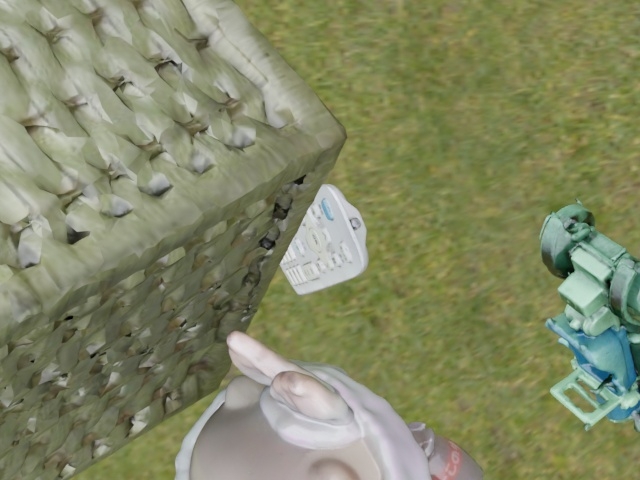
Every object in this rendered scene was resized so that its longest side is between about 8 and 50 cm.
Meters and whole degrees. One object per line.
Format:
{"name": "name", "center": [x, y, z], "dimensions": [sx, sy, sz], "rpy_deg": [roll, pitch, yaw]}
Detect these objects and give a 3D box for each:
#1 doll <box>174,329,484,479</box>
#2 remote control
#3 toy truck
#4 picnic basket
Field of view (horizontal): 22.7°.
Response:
{"name": "doll", "center": [0.006, 0.068, 0.418], "dimensions": [0.073, 0.084, 0.127], "rpy_deg": [-124, 23, -43]}
{"name": "remote control", "center": [0.000, 0.000, 1.243], "dimensions": [0.073, 0.044, 0.229], "rpy_deg": [69, 164, 2]}
{"name": "toy truck", "center": [0.158, 0.055, 0.905], "dimensions": [0.078, 0.154, 0.080], "rpy_deg": [-40, 48, -12]}
{"name": "picnic basket", "center": [-0.124, -0.030, 0.378], "dimensions": [0.196, 0.154, 0.134], "rpy_deg": [49, 146, 13]}
